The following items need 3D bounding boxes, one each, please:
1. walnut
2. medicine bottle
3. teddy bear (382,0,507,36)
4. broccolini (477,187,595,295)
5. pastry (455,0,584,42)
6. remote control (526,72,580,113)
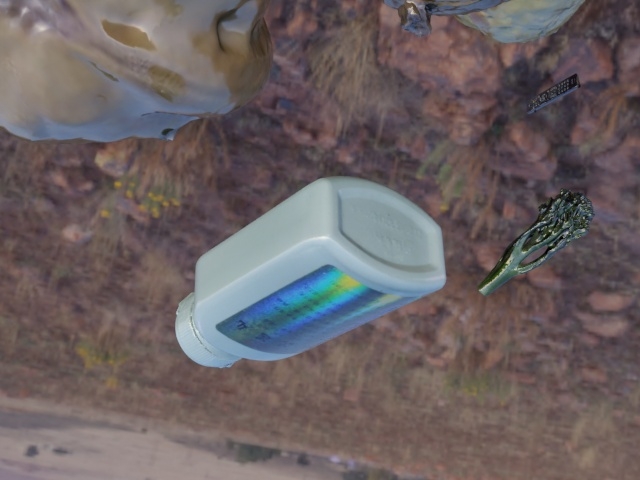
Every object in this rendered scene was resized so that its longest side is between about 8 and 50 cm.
[{"bbox_3d":[-0.188,-0.263,0.802,0.384,0.383,0.383,9,163,3],"label":"walnut"},{"bbox_3d":[-0.025,0.036,0.674,0.121,0.083,0.229,19,145,-35],"label":"medicine bottle"},{"bbox_3d":[0.083,-0.228,0.591,0.177,0.140,0.190,23,163,13],"label":"teddy bear"},{"bbox_3d":[0.303,0.004,1.274,0.068,0.203,0.091,45,-175,-48],"label":"broccolini"},{"bbox_3d":[0.352,-0.569,1.664,0.313,0.388,0.388,10,164,-20],"label":"pastry"},{"bbox_3d":[0.353,-0.219,1.351,0.016,0.034,0.091,35,137,-29],"label":"remote control"}]
